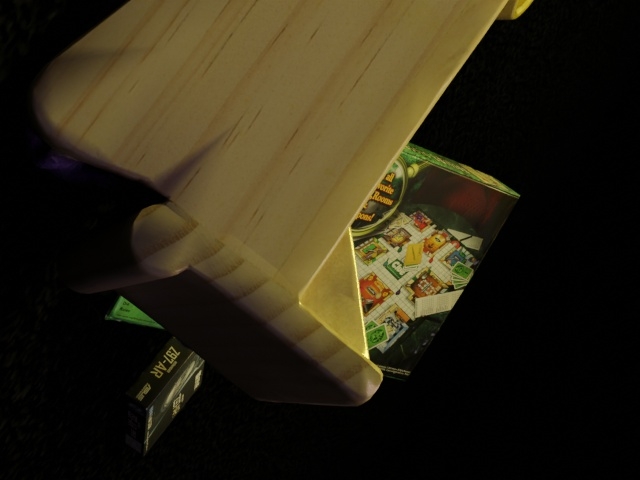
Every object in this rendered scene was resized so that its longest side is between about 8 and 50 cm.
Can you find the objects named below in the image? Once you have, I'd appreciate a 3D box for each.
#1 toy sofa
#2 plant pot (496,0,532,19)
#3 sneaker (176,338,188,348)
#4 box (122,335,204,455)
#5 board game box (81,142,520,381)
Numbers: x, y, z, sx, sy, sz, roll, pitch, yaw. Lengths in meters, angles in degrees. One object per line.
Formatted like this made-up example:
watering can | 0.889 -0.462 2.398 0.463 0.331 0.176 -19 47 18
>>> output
toy sofa | 0.024 -0.118 0.706 0.362 0.177 0.150 -55 -167 -15
plant pot | 0.082 -0.172 0.872 0.134 0.095 0.134 -55 170 -15
sneaker | -0.032 0.006 0.938 0.166 0.076 0.065 -62 168 28
box | -0.101 0.096 1.054 0.067 0.018 0.083 -51 168 -28
board game box | 0.000 0.000 0.881 0.260 0.030 0.136 18 110 -51
